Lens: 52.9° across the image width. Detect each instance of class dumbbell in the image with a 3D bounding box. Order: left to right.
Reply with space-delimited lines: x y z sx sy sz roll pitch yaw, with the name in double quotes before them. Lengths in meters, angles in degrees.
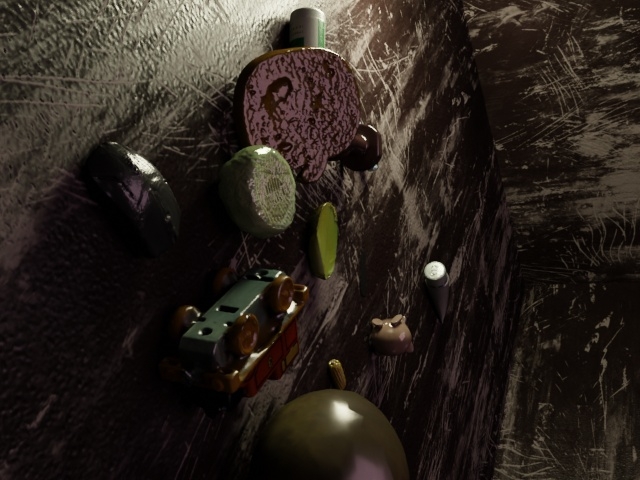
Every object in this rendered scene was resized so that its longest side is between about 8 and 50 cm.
"dumbbell" 0.073 -0.270 1.759 0.225 0.124 0.140 9 78 -62

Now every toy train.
"toy train" -0.147 0.189 1.262 0.369 0.163 0.231 -48 136 -54

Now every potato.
"potato" 0.000 0.000 1.666 0.119 0.054 0.198 -19 108 -61

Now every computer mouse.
"computer mouse" -0.303 -0.071 1.084 0.217 0.073 0.122 64 35 -38

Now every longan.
"longan" 0.016 0.512 1.344 0.404 0.336 0.404 -176 -90 -81

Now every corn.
"corn" 0.046 0.361 1.721 0.037 0.037 0.092 -54 136 -50

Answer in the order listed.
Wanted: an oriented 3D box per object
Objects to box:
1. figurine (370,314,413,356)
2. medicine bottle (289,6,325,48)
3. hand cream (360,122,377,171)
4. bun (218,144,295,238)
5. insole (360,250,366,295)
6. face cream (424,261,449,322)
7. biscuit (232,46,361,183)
"figurine" 0.215 0.293 1.957 0.125 0.125 0.138 -58 138 -48
"medicine bottle" -0.033 -0.447 1.616 0.095 0.095 0.260 16 71 -60
"hand cream" 0.131 -0.288 1.955 0.065 0.043 0.170 -58 133 -43
"bun" -0.136 -0.099 1.353 0.195 0.118 0.195 21 65 -54
"insole" 0.130 0.099 1.945 0.045 0.002 0.135 14 74 -62
"face cream" 0.464 0.192 2.481 0.314 0.089 0.143 60 36 -52
"biscuit" -0.046 -0.290 1.508 0.367 0.063 0.314 -22 111 -39
